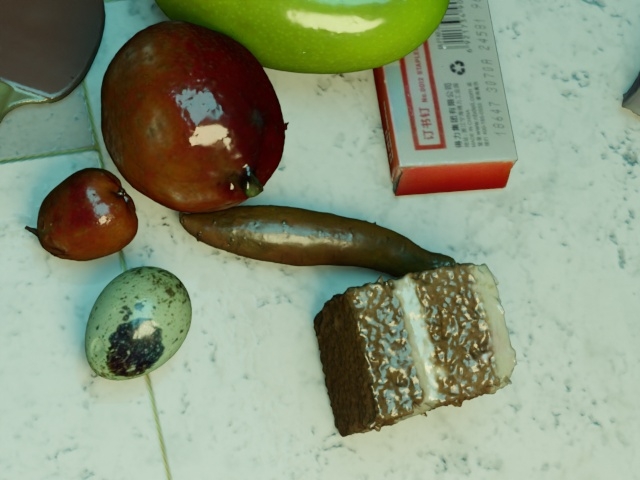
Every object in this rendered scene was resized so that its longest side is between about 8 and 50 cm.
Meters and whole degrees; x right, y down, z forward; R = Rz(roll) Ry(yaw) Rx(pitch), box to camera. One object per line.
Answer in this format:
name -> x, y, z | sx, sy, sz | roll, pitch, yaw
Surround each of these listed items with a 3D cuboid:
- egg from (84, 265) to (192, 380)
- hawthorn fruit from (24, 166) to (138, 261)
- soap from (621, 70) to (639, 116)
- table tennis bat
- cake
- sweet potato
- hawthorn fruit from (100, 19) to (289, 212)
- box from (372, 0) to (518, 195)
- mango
egg -> -0.160, 0.073, 1.609 | 0.085, 0.085, 0.110 | 39, 68, 3
hawthorn fruit -> -0.213, -0.019, 1.643 | 0.093, 0.081, 0.081 | -31, 77, 9
soap -> 0.489, -0.185, 1.846 | 0.296, 0.107, 0.285 | 29, 64, -2
table tennis bat -> -0.288, -0.164, 1.708 | 0.138, 0.022, 0.246 | 22, 65, -3
cake -> 0.084, 0.096, 1.627 | 0.147, 0.135, 0.134 | -8, 82, -18
sweet potato -> 0.000, 0.000, 1.689 | 0.265, 0.057, 0.057 | 9, 68, -8
hawthorn fruit -> -0.111, -0.099, 1.634 | 0.169, 0.169, 0.188 | -15, 47, -17
box -> 0.112, -0.159, 1.778 | 0.123, 0.050, 0.229 | -5, 72, -13
mango -> -0.026, -0.243, 1.715 | 0.293, 0.143, 0.175 | 15, 78, 5
